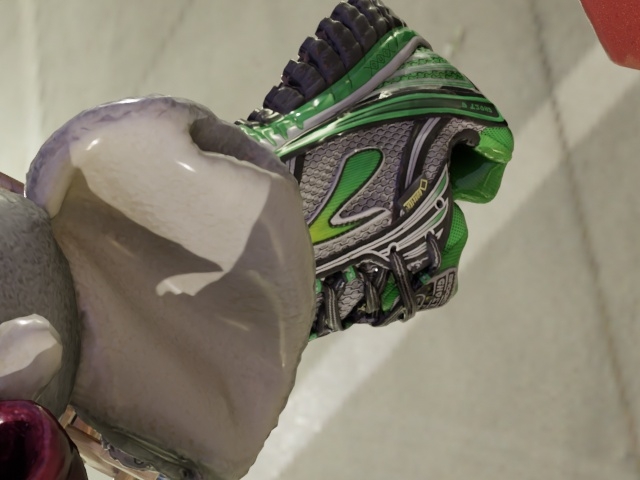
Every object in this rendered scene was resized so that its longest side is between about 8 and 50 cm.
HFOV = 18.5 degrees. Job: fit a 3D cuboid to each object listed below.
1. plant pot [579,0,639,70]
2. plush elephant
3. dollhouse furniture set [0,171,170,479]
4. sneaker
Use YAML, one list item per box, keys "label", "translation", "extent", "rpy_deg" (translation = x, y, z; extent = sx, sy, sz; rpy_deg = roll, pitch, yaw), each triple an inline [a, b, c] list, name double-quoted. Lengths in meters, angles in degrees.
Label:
- label: "plant pot"
  translation: [0.321, -0.252, 1.436]
  extent: [0.267, 0.267, 0.235]
  rpy_deg: [18, 133, 32]
- label: "plush elephant"
  translation: [-0.106, 0.084, 0.522]
  extent: [0.330, 0.272, 0.255]
  rpy_deg: [-160, 53, -77]
- label: "dollhouse furniture set"
  translation: [-0.183, 0.082, 1.459]
  extent: [0.161, 0.242, 0.212]
  rpy_deg: [-60, -7, -24]
- label: "sneaker"
  translation: [0.000, 0.000, 1.045]
  extent: [0.343, 0.146, 0.134]
  rpy_deg: [-51, -9, -39]
